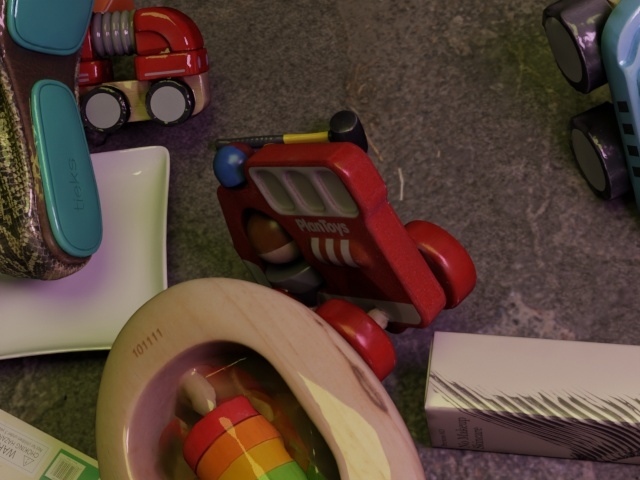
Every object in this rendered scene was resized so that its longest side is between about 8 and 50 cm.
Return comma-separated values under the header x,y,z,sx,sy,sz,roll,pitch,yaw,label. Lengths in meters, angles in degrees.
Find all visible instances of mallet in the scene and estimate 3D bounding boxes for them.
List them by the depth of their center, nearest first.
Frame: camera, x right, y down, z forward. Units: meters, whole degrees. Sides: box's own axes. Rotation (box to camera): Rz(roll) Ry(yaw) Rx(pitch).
x,y,z,sx,sy,sz,roll,pitch,yaw,label
-0.033,-0.118,1.769,0.190,0.062,0.039,-7,55,22,mallet

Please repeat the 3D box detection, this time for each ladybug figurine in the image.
x,y,z,sx,sy,sz,roll,pitch,yaw,label
-0.042,0.238,1.409,0.305,0.162,0.449,-40,62,12,ladybug figurine

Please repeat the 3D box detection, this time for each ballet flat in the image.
x,y,z,sx,sy,sz,roll,pitch,yaw,label
-0.351,-0.193,1.661,0.182,0.164,0.482,-4,85,28,ballet flat

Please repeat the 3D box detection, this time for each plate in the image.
x,y,z,sx,sy,sz,roll,pitch,yaw,label
-0.311,0.023,1.714,0.277,0.045,0.278,-7,58,6,plate

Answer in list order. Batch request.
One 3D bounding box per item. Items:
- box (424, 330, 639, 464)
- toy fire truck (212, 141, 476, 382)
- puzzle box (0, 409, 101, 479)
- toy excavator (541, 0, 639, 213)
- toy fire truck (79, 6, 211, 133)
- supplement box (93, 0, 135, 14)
x,y,z,sx,sy,sz,roll,pitch,yaw,label
0.250,0.164,1.496,0.275,0.113,0.094,2,60,12,box
0.000,0.000,1.520,0.169,0.254,0.302,-42,26,-25,toy fire truck
-0.371,0.319,1.534,0.409,0.052,0.272,24,64,22,puzzle box
0.454,-0.063,1.518,0.222,0.433,0.445,-24,30,-6,toy excavator
-0.253,-0.261,1.780,0.217,0.158,0.246,-5,100,7,toy fire truck
-0.369,-0.319,1.920,0.233,0.078,0.080,10,60,14,supplement box
